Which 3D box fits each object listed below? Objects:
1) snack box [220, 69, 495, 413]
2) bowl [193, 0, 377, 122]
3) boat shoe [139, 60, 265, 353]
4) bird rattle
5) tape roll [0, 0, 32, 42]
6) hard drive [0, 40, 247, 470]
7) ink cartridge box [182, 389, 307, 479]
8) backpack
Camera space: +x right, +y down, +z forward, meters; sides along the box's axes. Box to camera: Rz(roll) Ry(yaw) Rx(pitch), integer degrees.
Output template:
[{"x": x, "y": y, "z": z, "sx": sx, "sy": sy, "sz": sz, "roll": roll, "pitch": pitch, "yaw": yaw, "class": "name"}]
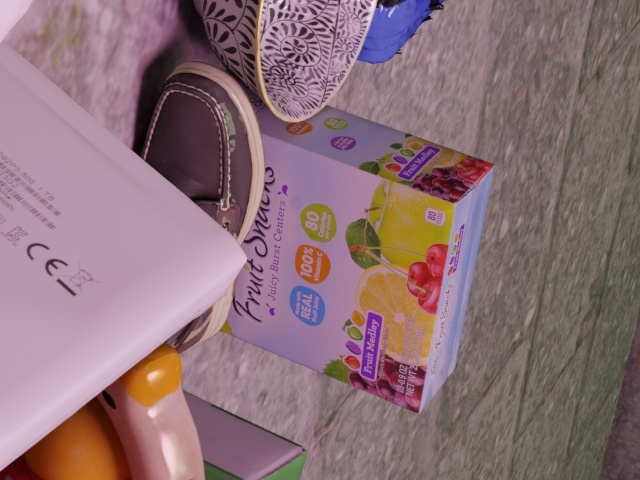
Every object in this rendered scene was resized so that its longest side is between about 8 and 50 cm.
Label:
[{"x": 0.000, "y": 0.000, "z": 1.039, "sx": 0.070, "sy": 0.207, "sz": 0.174, "roll": -42, "pitch": 146, "yaw": -49, "class": "snack box"}, {"x": -0.030, "y": -0.167, "z": 0.975, "sx": 0.170, "sy": 0.080, "sz": 0.170, "roll": -47, "pitch": 146, "yaw": -45, "class": "bowl"}, {"x": -0.090, "y": -0.007, "z": 0.993, "sx": 0.073, "sy": 0.080, "sz": 0.223, "roll": -51, "pitch": 158, "yaw": -49, "class": "boat shoe"}, {"x": -0.146, "y": 0.107, "z": 0.828, "sx": 0.143, "sy": 0.207, "sz": 0.253, "roll": -14, "pitch": 116, "yaw": -43, "class": "bird rattle"}, {"x": -0.186, "y": -0.145, "z": 0.347, "sx": 0.100, "sy": 0.286, "sz": 0.286, "roll": -27, "pitch": 135, "yaw": -60, "class": "tape roll"}, {"x": -0.189, "y": 0.013, "z": 0.608, "sx": 0.307, "sy": 0.203, "sz": 0.040, "roll": -39, "pitch": 166, "yaw": -51, "class": "hard drive"}, {"x": -0.113, "y": 0.216, "z": 1.054, "sx": 0.087, "sy": 0.153, "sz": 0.208, "roll": -23, "pitch": 130, "yaw": -61, "class": "ink cartridge box"}, {"x": 0.040, "y": -0.181, "z": 1.115, "sx": 0.120, "sy": 0.098, "sz": 0.101, "roll": -51, "pitch": 157, "yaw": -40, "class": "backpack"}]
